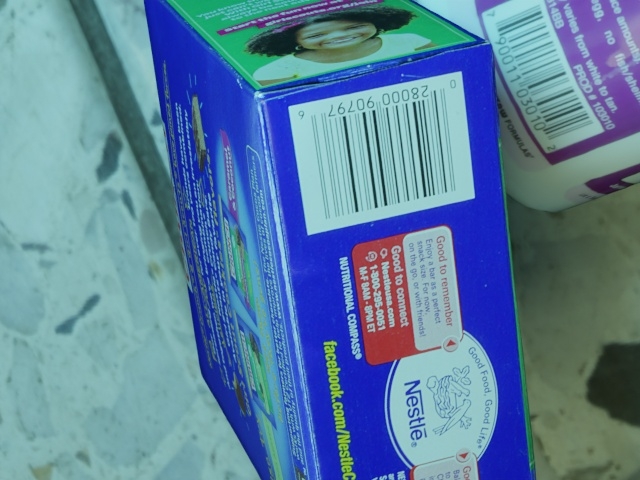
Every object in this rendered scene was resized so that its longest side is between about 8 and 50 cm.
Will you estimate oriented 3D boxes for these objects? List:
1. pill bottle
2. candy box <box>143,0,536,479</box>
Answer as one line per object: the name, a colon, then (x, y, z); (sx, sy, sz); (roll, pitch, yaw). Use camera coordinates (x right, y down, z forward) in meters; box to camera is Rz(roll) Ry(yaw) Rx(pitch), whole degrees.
pill bottle: (0.214, -0.139, 0.832); (0.301, 0.169, 0.169); (-21, 101, 28)
candy box: (0.000, 0.000, 0.895); (0.122, 0.317, 0.268); (-13, 111, -13)
